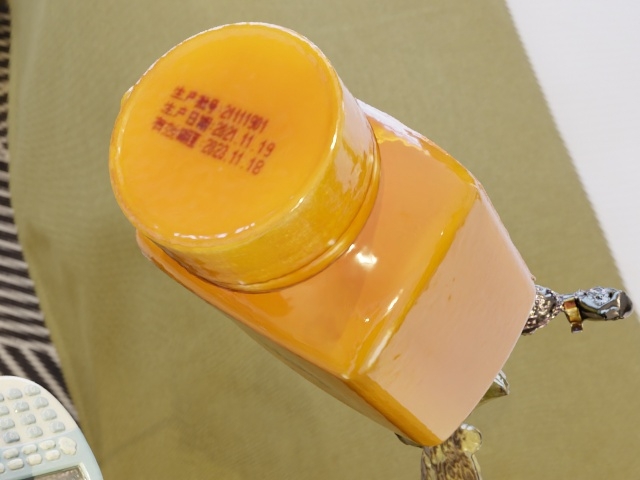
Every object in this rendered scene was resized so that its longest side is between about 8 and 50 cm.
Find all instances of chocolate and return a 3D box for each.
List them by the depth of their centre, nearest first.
[{"bbox_3d":[0.297,0.082,1.362,0.072,0.147,0.070,-47,129,-45],"label":"chocolate"}]

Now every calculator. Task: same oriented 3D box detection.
[{"bbox_3d":[-0.406,0.320,1.633,0.188,0.042,0.302,-5,57,-44],"label":"calculator"}]

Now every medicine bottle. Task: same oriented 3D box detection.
[{"bbox_3d":[0.000,-0.001,0.546,0.149,0.222,0.112,29,80,30],"label":"medicine bottle"}]

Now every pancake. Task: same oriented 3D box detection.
[{"bbox_3d":[0.140,0.267,1.127,0.020,0.190,0.184,-6,34,-19],"label":"pancake"}]

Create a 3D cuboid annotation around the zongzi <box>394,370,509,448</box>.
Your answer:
[{"bbox_3d":[0.123,0.132,1.671,0.160,0.360,0.323,-40,85,-16],"label":"zongzi"}]
